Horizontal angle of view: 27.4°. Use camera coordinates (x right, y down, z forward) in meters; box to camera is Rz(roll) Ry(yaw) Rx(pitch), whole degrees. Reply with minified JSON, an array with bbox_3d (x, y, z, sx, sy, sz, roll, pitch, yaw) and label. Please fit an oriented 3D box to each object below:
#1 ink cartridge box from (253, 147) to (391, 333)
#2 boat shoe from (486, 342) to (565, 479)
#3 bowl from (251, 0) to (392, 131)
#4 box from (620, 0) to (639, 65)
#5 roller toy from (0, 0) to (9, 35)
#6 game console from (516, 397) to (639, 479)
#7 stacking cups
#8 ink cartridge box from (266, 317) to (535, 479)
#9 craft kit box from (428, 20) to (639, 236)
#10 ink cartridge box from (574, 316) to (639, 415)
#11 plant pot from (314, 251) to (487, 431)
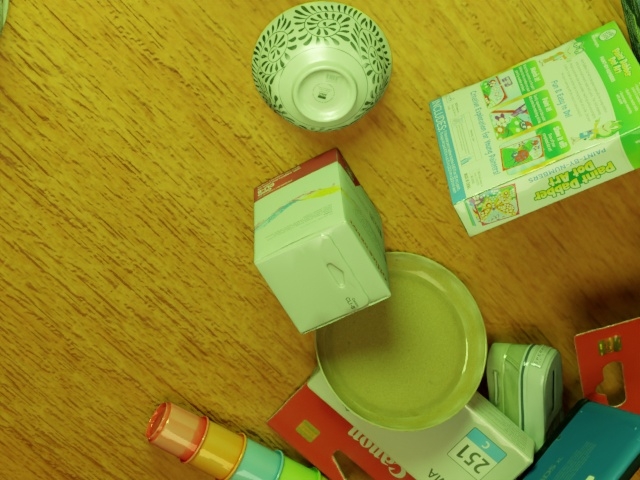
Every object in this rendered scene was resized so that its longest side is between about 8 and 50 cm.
[{"bbox_3d":[0.000,0.000,1.619,0.127,0.176,0.128,-25,120,13],"label":"ink cartridge box"},{"bbox_3d":[0.288,0.261,1.862,0.094,0.109,0.302,16,128,28],"label":"boat shoe"},{"bbox_3d":[0.004,-0.190,1.555,0.170,0.080,0.170,-2,124,-3],"label":"bowl"},{"bbox_3d":[0.393,-0.220,1.473,0.060,0.216,0.270,-18,121,8],"label":"box"},{"bbox_3d":[-0.445,-0.258,1.448,0.191,0.146,0.209,36,114,-24],"label":"roller toy"},{"bbox_3d":[0.338,0.378,1.770,0.293,0.250,0.173,-48,111,-14],"label":"game console"},{"bbox_3d":[-0.105,0.331,1.884,0.316,0.096,0.096,28,117,-16],"label":"stacking cups"},{"bbox_3d":[0.102,0.278,1.813,0.296,0.066,0.261,41,113,-2],"label":"ink cartridge box"},{"bbox_3d":[0.258,-0.133,1.504,0.247,0.250,0.061,-25,121,14],"label":"craft kit box"},{"bbox_3d":[0.553,0.193,1.772,0.385,0.091,0.308,-14,140,6],"label":"ink cartridge box"},{"bbox_3d":[0.102,0.133,1.715,0.236,0.236,0.032,14,162,-11],"label":"plant pot"}]
